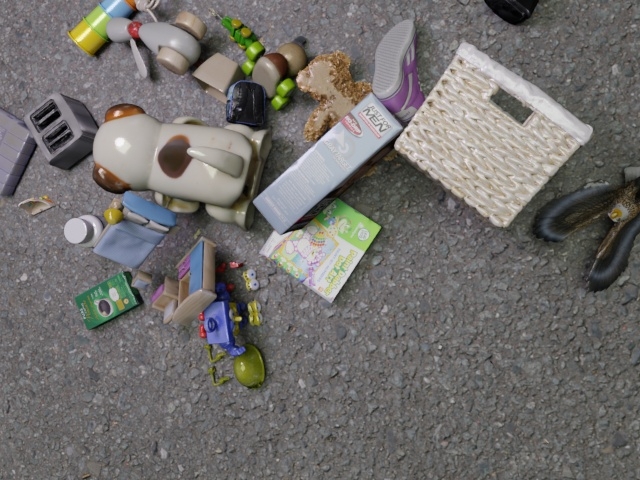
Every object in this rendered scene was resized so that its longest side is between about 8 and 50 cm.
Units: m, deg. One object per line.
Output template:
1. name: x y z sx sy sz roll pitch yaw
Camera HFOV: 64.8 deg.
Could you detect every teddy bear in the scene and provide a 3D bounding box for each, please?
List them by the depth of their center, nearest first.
1. teddy bear: 0.077 -0.332 1.349 0.338 0.113 0.245 38 102 1

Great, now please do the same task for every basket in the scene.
1. basket: 0.377 -0.220 1.175 0.328 0.331 0.266 40 102 9

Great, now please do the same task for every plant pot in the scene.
1. plant pot: -0.275 -0.456 1.413 0.109 0.109 0.096 30 86 10

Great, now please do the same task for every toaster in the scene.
1. toaster: -0.756 -0.325 1.496 0.185 0.110 0.168 -33 84 9

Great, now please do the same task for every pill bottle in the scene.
1. pill bottle: -0.645 -0.025 1.440 0.094 0.169 0.094 0 89 11

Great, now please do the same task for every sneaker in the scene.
1. sneaker: 0.220 -0.437 1.326 0.102 0.161 0.282 -7 57 42

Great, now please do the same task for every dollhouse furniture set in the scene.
1. dollhouse furniture set: -0.454 0.081 1.276 0.303 0.198 0.286 29 121 -32

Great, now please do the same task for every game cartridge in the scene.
1. game cartridge: -1.069 -0.322 1.584 0.355 0.068 0.230 30 91 10

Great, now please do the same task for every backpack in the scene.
1. backpack: -0.207 -0.372 1.374 0.105 0.084 0.114 3 96 -27

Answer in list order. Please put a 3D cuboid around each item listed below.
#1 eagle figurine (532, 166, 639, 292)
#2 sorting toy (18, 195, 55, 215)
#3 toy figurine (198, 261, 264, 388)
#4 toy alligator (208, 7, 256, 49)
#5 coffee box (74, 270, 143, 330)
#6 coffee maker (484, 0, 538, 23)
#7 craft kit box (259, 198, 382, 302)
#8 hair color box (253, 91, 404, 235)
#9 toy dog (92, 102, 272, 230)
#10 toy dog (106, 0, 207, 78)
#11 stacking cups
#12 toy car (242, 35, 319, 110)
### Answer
1. eagle figurine: 0.694 -0.053 1.200 0.298 0.225 0.226 -50 35 35
2. sorting toy: -0.872 -0.112 1.533 0.083 0.075 0.045 -21 86 9
3. toy figurine: -0.273 0.241 1.342 0.191 0.217 0.363 -7 87 11
4. toy alligator: -0.239 -0.605 1.434 0.190 0.056 0.051 45 55 9
5. coffee box: -0.631 0.178 1.500 0.184 0.040 0.113 -29 84 9
6. coffee maker: 0.522 -0.640 1.251 0.171 0.120 0.178 30 95 9
7. craft kit box: 0.000 0.000 1.377 0.246 0.061 0.250 33 96 7
8. hair color box: 0.030 -0.177 1.231 0.374 0.185 0.114 -41 86 14
9. toy dog: -0.368 -0.188 1.289 0.407 0.395 0.285 13 101 2
10. toy dog: -0.439 -0.553 1.428 0.220 0.161 0.333 -45 61 0
11. stacking cups: -0.592 -0.680 1.484 0.316 0.096 0.096 -39 83 5
12. toy car: -0.091 -0.482 1.382 0.188 0.149 0.155 -41 92 -19
